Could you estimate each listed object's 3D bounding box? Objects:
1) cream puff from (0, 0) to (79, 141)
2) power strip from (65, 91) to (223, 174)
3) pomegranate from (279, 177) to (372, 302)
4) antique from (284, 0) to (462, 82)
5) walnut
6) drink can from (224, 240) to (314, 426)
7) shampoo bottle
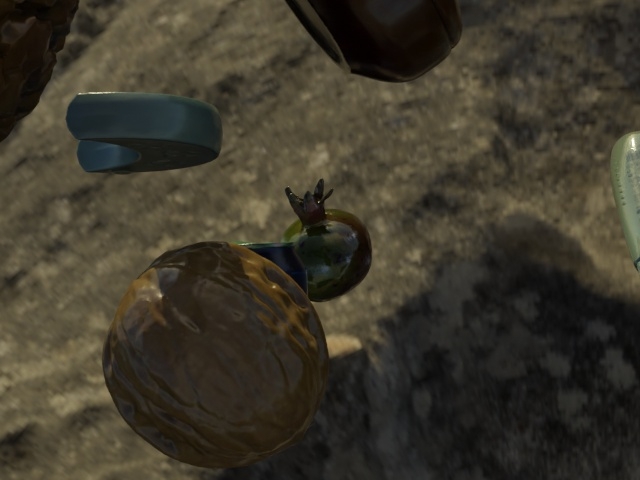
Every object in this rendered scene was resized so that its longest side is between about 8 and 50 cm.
[{"bbox_3d":[-0.277,-0.110,0.781,0.327,0.343,0.231,-26,98,7],"label":"cream puff"},{"bbox_3d":[-0.156,-0.093,1.375,0.137,0.216,0.044,-2,83,-4],"label":"power strip"},{"bbox_3d":[0.002,-0.001,1.973,0.129,0.129,0.159,-6,94,8],"label":"pomegranate"},{"bbox_3d":[0.034,-0.247,1.397,0.129,0.278,0.223,-39,79,-2],"label":"antique"},{"bbox_3d":[-0.092,0.109,1.391,0.213,0.213,0.213,-4,67,9],"label":"walnut"},{"bbox_3d":[-0.068,0.102,1.578,0.118,0.118,0.205,-3,91,10],"label":"drink can"},{"bbox_3d":[0.320,-0.025,1.463,0.072,0.049,0.212,0,42,2],"label":"shampoo bottle"}]
